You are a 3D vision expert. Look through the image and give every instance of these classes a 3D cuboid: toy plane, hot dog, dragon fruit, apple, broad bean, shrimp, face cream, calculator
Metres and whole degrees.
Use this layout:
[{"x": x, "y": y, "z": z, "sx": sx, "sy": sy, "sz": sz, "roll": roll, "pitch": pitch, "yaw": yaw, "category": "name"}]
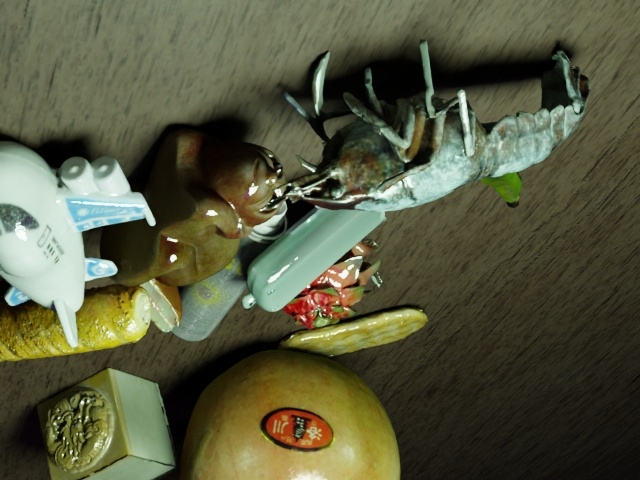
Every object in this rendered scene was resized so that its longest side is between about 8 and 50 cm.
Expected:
[{"x": -0.308, "y": -0.002, "z": 1.418, "sx": 0.266, "sy": 0.123, "sz": 0.267, "roll": -11, "pitch": 140, "yaw": -9, "category": "toy plane"}, {"x": -0.332, "y": 0.099, "z": 1.589, "sx": 0.289, "sy": 0.083, "sz": 0.068, "roll": -10, "pitch": 151, "yaw": 23, "category": "hot dog"}, {"x": 0.008, "y": 0.051, "z": 1.756, "sx": 0.142, "sy": 0.121, "sz": 0.130, "roll": -34, "pitch": -164, "yaw": -28, "category": "dragon fruit"}, {"x": -0.046, "y": 0.315, "z": 1.990, "sx": 0.338, "sy": 0.305, "sz": 0.338, "roll": -3, "pitch": 148, "yaw": -2, "category": "apple"}, {"x": 0.207, "y": -0.095, "z": 1.680, "sx": 0.060, "sy": 0.043, "sz": 0.297, "roll": -20, "pitch": 157, "yaw": 25, "category": "broad bean"}, {"x": 0.121, "y": -0.117, "z": 1.447, "sx": 0.410, "sy": 0.166, "sz": 0.221, "roll": -5, "pitch": 162, "yaw": -22, "category": "shrimp"}, {"x": -0.116, "y": 0.030, "z": 1.674, "sx": 0.073, "sy": 0.073, "sz": 0.283, "roll": -2, "pitch": 149, "yaw": -31, "category": "face cream"}, {"x": 0.000, "y": 0.000, "z": 1.624, "sx": 0.246, "sy": 0.045, "sz": 0.141, "roll": -41, "pitch": 166, "yaw": -9, "category": "calculator"}]

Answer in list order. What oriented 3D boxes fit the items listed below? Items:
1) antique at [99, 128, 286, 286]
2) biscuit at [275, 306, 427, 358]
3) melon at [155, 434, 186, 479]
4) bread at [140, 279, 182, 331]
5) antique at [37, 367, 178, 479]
[{"x": -0.131, "y": -0.030, "z": 1.496, "sx": 0.143, "sy": 0.121, "sz": 0.257, "roll": 0, "pitch": 150, "yaw": -34, "category": "antique"}, {"x": 0.048, "y": 0.151, "z": 2.069, "sx": 0.247, "sy": 0.029, "sz": 0.118, "roll": -13, "pitch": 154, "yaw": -11, "category": "biscuit"}, {"x": -0.235, "y": 0.392, "z": 2.228, "sx": 0.192, "sy": 0.139, "sz": 0.139, "roll": -5, "pitch": 151, "yaw": -28, "category": "melon"}, {"x": -0.209, "y": 0.058, "z": 1.693, "sx": 0.043, "sy": 0.109, "sz": 0.062, "roll": -26, "pitch": -163, "yaw": 24, "category": "bread"}, {"x": -0.316, "y": 0.287, "z": 1.956, "sx": 0.146, "sy": 0.152, "sz": 0.148, "roll": -29, "pitch": 150, "yaw": 18, "category": "antique"}]
